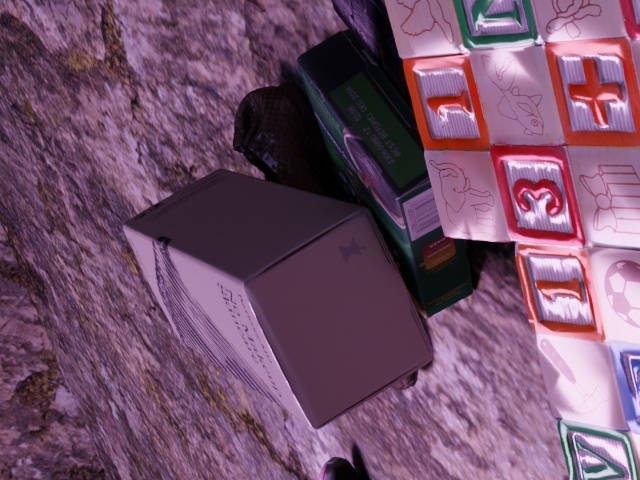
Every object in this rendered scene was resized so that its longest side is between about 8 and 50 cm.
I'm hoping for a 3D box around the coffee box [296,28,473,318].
[{"bbox_3d":[0.043,-0.033,0.832,0.113,0.040,0.184,56,175,24],"label":"coffee box"}]

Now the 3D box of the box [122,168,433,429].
[{"bbox_3d":[-0.039,0.029,0.934,0.113,0.094,0.275,65,163,-16],"label":"box"}]

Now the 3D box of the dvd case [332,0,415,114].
[{"bbox_3d":[0.020,-0.200,0.770,0.164,0.018,0.221,-118,14,-55],"label":"dvd case"}]

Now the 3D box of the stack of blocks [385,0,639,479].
[{"bbox_3d":[0.133,-0.032,0.574,0.171,0.087,0.297,4,116,52],"label":"stack of blocks"}]

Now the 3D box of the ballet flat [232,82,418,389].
[{"bbox_3d":[0.000,0.000,1.016,0.249,0.058,0.084,65,159,8],"label":"ballet flat"}]

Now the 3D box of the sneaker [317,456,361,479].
[{"bbox_3d":[0.037,0.242,1.199,0.057,0.047,0.119,-4,110,48],"label":"sneaker"}]
